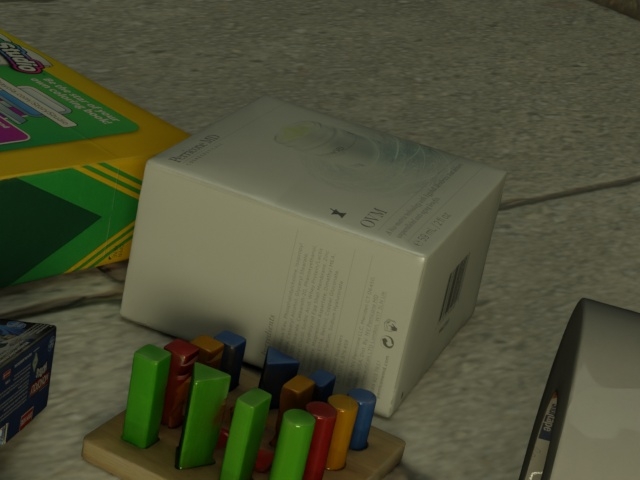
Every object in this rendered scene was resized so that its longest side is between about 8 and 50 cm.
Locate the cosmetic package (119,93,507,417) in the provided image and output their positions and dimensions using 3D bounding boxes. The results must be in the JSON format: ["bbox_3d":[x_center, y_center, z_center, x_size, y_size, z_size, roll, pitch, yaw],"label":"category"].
[{"bbox_3d":[0.000,0.000,1.195,0.224,0.138,0.224,18,24,16],"label":"cosmetic package"}]

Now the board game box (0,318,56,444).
[{"bbox_3d":[-0.280,0.080,0.929,0.194,0.060,0.194,9,8,4],"label":"board game box"}]

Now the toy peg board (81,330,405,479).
[{"bbox_3d":[-0.041,0.109,0.999,0.161,0.079,0.160,22,25,21],"label":"toy peg board"}]

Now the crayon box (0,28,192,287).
[{"bbox_3d":[-0.328,-0.083,1.261,0.363,0.106,0.313,30,28,35],"label":"crayon box"}]

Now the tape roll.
[{"bbox_3d":[0.147,0.145,0.833,0.072,0.219,0.219,15,23,5],"label":"tape roll"}]
